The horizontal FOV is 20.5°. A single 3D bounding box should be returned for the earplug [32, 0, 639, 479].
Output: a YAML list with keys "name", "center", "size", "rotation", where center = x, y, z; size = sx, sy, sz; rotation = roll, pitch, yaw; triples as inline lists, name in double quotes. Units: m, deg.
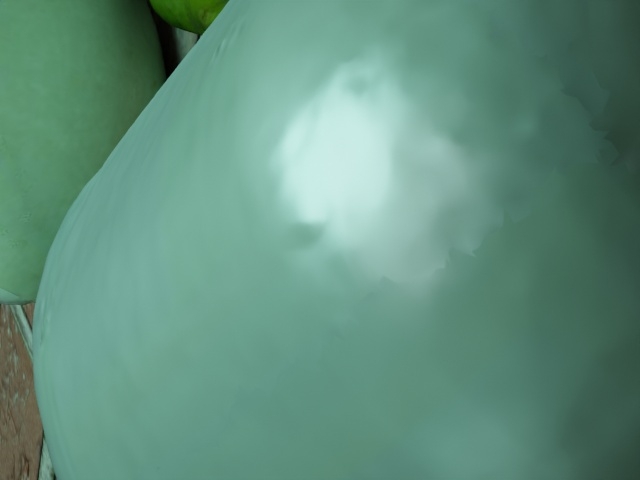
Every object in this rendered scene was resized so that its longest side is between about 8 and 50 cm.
- name: "earplug"
  center: [0.079, 0.004, 0.696]
  size: [0.394, 0.313, 0.312]
  rotation: [137, 125, -60]

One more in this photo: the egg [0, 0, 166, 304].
- name: "egg"
  center: [-0.269, -0.108, 1.492]
  size: [0.278, 0.278, 0.336]
  rotation: [144, 126, -63]

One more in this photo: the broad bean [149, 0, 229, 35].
- name: "broad bean"
  center: [-0.088, -0.204, 1.358]
  size: [0.318, 0.056, 0.098]
  rotation: [23, 109, 58]
